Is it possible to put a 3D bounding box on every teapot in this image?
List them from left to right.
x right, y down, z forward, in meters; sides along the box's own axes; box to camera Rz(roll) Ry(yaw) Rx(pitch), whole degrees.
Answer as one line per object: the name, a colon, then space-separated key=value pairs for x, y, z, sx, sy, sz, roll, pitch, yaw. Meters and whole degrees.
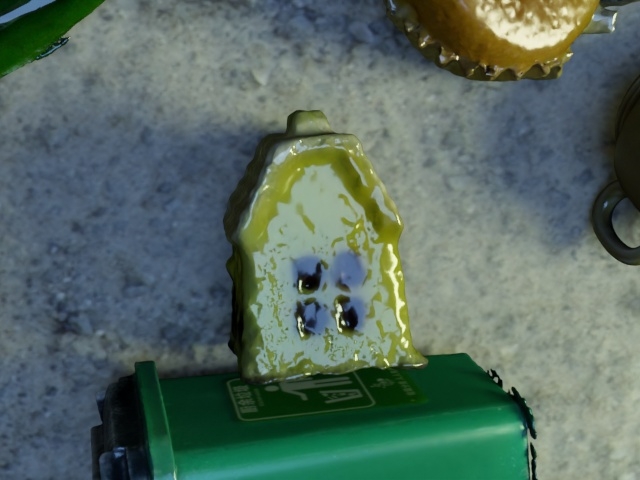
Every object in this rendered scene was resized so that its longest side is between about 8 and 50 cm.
teapot: x=0.354 y=-0.094 z=1.084 sx=0.185 sy=0.175 sz=0.268 roll=20 pitch=121 yaw=-36

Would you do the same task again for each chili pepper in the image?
chili pepper: x=-0.270 y=-0.218 z=1.038 sx=0.216 sy=0.062 sz=0.108 roll=-29 pitch=101 yaw=-3

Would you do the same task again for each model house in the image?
model house: x=0.000 y=0.000 z=1.038 sx=0.174 sy=0.193 sz=0.234 roll=0 pitch=96 yaw=-6

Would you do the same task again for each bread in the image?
bread: x=0.140 y=-0.325 z=1.006 sx=0.236 sy=0.183 sz=0.389 roll=-18 pitch=100 yaw=-6

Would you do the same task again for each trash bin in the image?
trash bin: x=-0.005 y=0.256 z=1.047 sx=0.381 sy=0.259 sz=0.295 roll=-9 pitch=104 yaw=-9
